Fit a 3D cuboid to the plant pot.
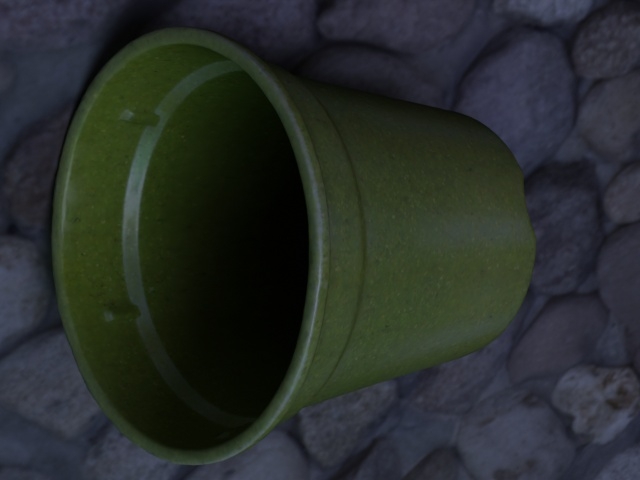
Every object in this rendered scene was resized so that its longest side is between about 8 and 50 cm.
[{"bbox_3d":[0.000,0.000,1.216,0.254,0.276,0.276,-2,120,-42],"label":"plant pot"}]
